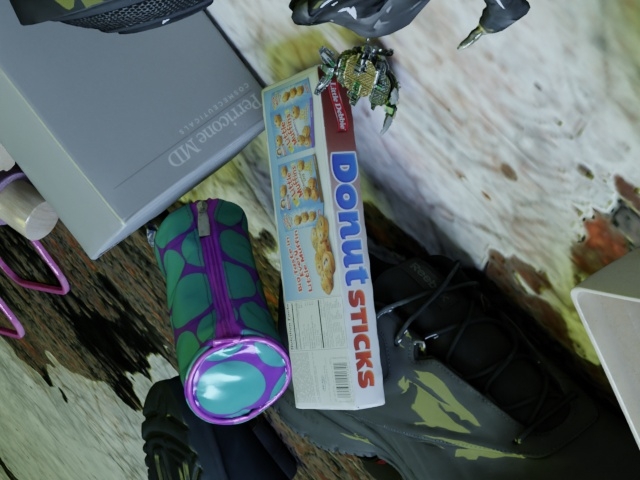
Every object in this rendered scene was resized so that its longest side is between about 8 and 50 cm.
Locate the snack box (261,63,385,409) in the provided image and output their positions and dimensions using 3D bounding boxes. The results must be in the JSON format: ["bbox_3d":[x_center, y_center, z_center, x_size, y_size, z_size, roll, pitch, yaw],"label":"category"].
[{"bbox_3d":[0.000,0.000,0.706,0.064,0.022,0.178,-11,84,60],"label":"snack box"}]

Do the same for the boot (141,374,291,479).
[{"bbox_3d":[0.013,0.180,0.844,0.094,0.207,0.246,-20,87,61],"label":"boot"}]

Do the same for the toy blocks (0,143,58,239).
[{"bbox_3d":[-0.419,-0.070,1.125,0.260,0.288,0.309,33,153,26],"label":"toy blocks"}]

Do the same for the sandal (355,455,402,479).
[{"bbox_3d":[0.036,0.120,0.898,0.067,0.040,0.179,42,154,19],"label":"sandal"}]

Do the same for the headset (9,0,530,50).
[{"bbox_3d":[-0.064,-0.198,0.566,0.394,0.185,0.243,50,157,40],"label":"headset"}]

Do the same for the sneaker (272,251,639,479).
[{"bbox_3d":[0.072,0.080,0.716,0.286,0.109,0.130,24,130,37],"label":"sneaker"}]

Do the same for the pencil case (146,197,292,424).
[{"bbox_3d":[-0.061,0.037,0.787,0.152,0.064,0.070,-112,14,-52],"label":"pencil case"}]

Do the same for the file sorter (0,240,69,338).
[{"bbox_3d":[-0.427,0.068,1.326,0.202,0.290,0.182,3,131,59],"label":"file sorter"}]

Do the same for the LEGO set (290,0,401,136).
[{"bbox_3d":[0.018,-0.094,0.658,0.054,0.023,0.083,1,111,39],"label":"LEGO set"}]

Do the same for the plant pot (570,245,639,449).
[{"bbox_3d":[0.176,0.039,0.478,0.109,0.096,0.109,10,133,56],"label":"plant pot"}]

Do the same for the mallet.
[{"bbox_3d":[-0.075,0.193,1.205,0.062,0.039,0.189,52,161,-7],"label":"mallet"}]

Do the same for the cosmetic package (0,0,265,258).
[{"bbox_3d":[-0.150,-0.121,0.781,0.238,0.127,0.107,49,156,-1],"label":"cosmetic package"}]
